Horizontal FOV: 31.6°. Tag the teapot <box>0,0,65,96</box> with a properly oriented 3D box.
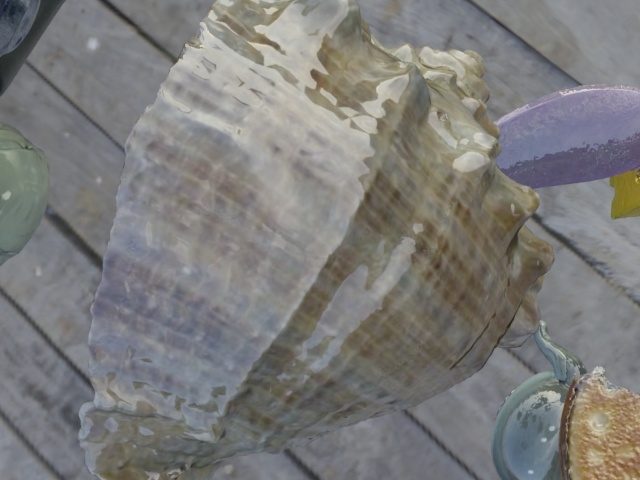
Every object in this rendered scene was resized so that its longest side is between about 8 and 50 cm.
[{"bbox_3d":[-0.348,-0.271,1.186,0.203,0.171,0.225,26,60,27],"label":"teapot"}]

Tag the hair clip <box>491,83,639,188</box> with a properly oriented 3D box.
[{"bbox_3d":[0.235,-0.095,1.308,0.359,0.095,0.110,-20,86,22],"label":"hair clip"}]

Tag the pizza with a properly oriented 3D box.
[{"bbox_3d":[0.343,0.220,1.154,0.195,0.052,0.185,-2,71,12],"label":"pizza"}]

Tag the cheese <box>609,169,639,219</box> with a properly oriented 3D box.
[{"bbox_3d":[0.412,-0.085,1.346,0.171,0.126,0.093,-17,69,49],"label":"cheese"}]

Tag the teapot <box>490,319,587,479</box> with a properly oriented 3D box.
[{"bbox_3d":[0.313,0.265,1.545,0.129,0.193,0.294,32,123,45],"label":"teapot"}]

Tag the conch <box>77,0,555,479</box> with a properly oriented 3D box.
[{"bbox_3d":[0.017,0.001,0.632,0.210,0.297,0.352,6,57,23],"label":"conch"}]

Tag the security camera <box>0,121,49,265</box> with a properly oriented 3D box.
[{"bbox_3d":[-0.379,-0.060,1.099,0.191,0.277,0.197,-45,68,-3],"label":"security camera"}]

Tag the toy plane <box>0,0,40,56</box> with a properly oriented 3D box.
[{"bbox_3d":[-0.233,-0.224,0.870,0.088,0.267,0.212,41,135,-20],"label":"toy plane"}]
